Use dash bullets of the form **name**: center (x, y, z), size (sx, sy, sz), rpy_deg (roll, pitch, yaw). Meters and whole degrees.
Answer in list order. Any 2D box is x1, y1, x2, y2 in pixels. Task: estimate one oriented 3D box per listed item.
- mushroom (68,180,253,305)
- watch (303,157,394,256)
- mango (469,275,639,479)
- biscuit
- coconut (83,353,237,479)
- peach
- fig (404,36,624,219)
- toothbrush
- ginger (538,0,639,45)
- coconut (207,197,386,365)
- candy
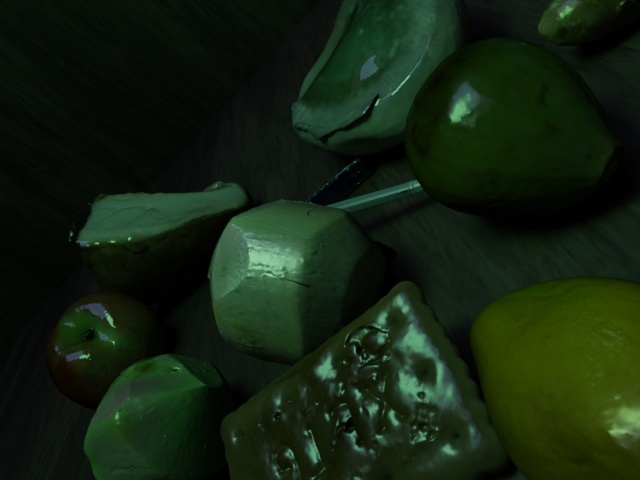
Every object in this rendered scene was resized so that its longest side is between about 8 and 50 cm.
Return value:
- **mushroom**: center (-0.342, 0.017, 1.360), size (0.398, 0.313, 0.224), rpy_deg (-13, 39, -8)
- **watch**: center (-0.004, 0.010, 0.983), size (0.275, 0.068, 0.276), rpy_deg (-35, 29, 21)
- **mango**: center (0.212, 0.111, 0.439), size (0.176, 0.119, 0.317), rpy_deg (-52, 17, 3)
- **biscuit**: center (0.021, 0.210, 0.603), size (0.325, 0.044, 0.217), rpy_deg (-40, 51, 21)
- **coconut**: center (-0.230, 0.271, 0.840), size (0.236, 0.236, 0.204), rpy_deg (-39, 63, 23)
- **peach**: center (-0.460, 0.240, 1.226), size (0.252, 0.252, 0.252), rpy_deg (-38, 29, 25)
- **fig**: center (0.204, -0.117, 0.640), size (0.207, 0.207, 0.230), rpy_deg (-43, 36, 16)
- **toothbrush**: center (0.119, -0.076, 0.846), size (0.342, 0.025, 0.030), rpy_deg (-17, 33, 31)
- **ginger**: center (0.468, -0.342, 0.631), size (0.348, 0.122, 0.363), rpy_deg (-47, 20, 4)
- **coconut**: center (-0.041, 0.052, 0.760), size (0.231, 0.227, 0.227), rpy_deg (13, 61, 24)
- **candy**: center (0.118, -0.314, 1.051), size (0.386, 0.186, 0.427), rpy_deg (-55, 27, 11)
